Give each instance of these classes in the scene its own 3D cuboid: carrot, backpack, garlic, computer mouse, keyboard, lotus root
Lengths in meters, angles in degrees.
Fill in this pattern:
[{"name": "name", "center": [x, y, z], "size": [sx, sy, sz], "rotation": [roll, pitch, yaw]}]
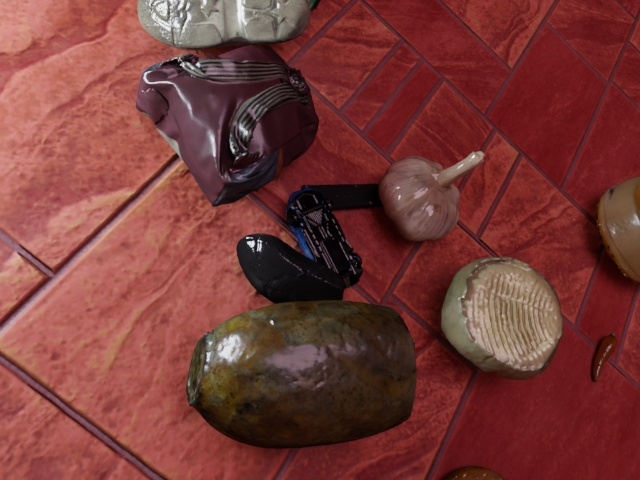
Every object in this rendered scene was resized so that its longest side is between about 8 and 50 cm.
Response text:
[{"name": "carrot", "center": [0.676, 0.276, 1.445], "size": [0.035, 0.035, 0.142], "rotation": [43, 63, -6]}, {"name": "backpack", "center": [-0.137, -0.236, 1.119], "size": [0.317, 0.197, 0.283], "rotation": [-31, 84, -36]}, {"name": "garlic", "center": [0.249, -0.107, 1.253], "size": [0.199, 0.226, 0.199], "rotation": [30, 44, -34]}, {"name": "computer mouse", "center": [-0.059, 0.070, 1.082], "size": [0.217, 0.122, 0.073], "rotation": [30, 47, -12]}, {"name": "keyboard", "center": [0.052, -0.092, 1.271], "size": [0.196, 0.018, 0.060], "rotation": [-4, 64, -30]}, {"name": "lotus root", "center": [-0.034, 0.213, 0.975], "size": [0.347, 0.250, 0.250], "rotation": [4, 68, -22]}]

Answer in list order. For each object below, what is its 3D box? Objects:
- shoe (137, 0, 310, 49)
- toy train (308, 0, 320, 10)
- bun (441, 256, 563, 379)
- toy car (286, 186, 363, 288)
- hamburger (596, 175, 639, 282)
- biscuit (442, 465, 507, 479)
[{"name": "shoe", "center": [-0.184, -0.454, 1.229], "size": [0.343, 0.210, 0.132], "rotation": [2, 107, 4]}, {"name": "toy train", "center": [-0.095, -0.624, 1.312], "size": [0.272, 0.188, 0.158], "rotation": [4, 68, -25]}, {"name": "bun", "center": [0.362, 0.160, 1.250], "size": [0.260, 0.152, 0.259], "rotation": [5, 67, -13]}, {"name": "toy car", "center": [0.000, 0.000, 1.175], "size": [0.103, 0.063, 0.216], "rotation": [-23, 81, -34]}, {"name": "hamburger", "center": [0.853, -0.026, 1.578], "size": [0.301, 0.176, 0.299], "rotation": [11, 66, -25]}, {"name": "biscuit", "center": [0.296, 0.549, 1.121], "size": [0.254, 0.035, 0.253], "rotation": [10, 66, -24]}]
